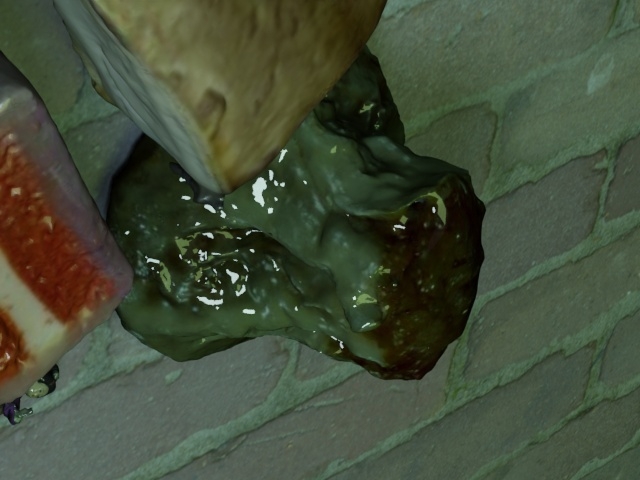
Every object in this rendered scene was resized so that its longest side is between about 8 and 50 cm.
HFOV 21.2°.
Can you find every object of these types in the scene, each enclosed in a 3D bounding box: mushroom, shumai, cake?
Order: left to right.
[{"bbox_3d":[-0.326,-0.021,1.416,0.237,0.230,0.309,-42,144,-14],"label":"cake"},{"bbox_3d":[-0.110,-0.273,1.463,0.313,0.224,0.397,-45,144,-9],"label":"mushroom"},{"bbox_3d":[0.000,0.000,1.740,0.324,0.323,0.397,8,112,-54],"label":"shumai"}]

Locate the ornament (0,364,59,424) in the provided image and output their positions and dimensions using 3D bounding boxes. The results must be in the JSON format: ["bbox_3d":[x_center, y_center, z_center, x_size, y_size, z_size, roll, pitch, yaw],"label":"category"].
[{"bbox_3d":[-0.333,0.166,1.696,0.203,0.081,0.088,-21,134,-39],"label":"ornament"}]
